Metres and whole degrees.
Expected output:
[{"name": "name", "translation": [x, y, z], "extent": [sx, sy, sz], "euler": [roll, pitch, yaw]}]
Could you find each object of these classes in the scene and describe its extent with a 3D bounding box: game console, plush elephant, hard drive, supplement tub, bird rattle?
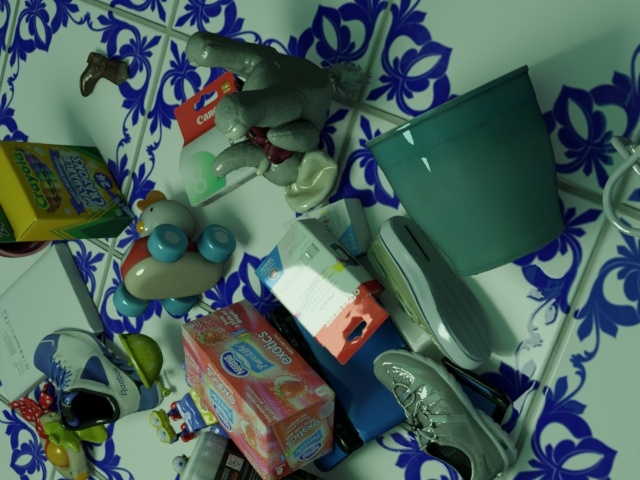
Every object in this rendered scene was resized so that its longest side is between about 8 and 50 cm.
[{"name": "game console", "translation": [0.246, 0.263, 1.499], "extent": [0.122, 0.107, 0.071], "euler": [29, 79, 29]}, {"name": "plush elephant", "translation": [-0.089, -0.199, 1.599], "extent": [0.272, 0.329, 0.256], "euler": [56, 140, 38]}, {"name": "game console", "translation": [0.033, 0.242, 1.666], "extent": [0.293, 0.173, 0.250], "euler": [60, 151, 17]}, {"name": "hard drive", "translation": [-0.668, 0.197, 2.122], "extent": [0.353, 0.047, 0.233], "euler": [-37, 72, 30]}, {"name": "supplement tub", "translation": [-0.105, 0.487, 1.609], "extent": [0.315, 0.193, 0.194], "euler": [23, 108, -2]}, {"name": "bird rattle", "translation": [-0.607, 0.451, 2.053], "extent": [0.253, 0.143, 0.207], "euler": [5, 112, 37]}]

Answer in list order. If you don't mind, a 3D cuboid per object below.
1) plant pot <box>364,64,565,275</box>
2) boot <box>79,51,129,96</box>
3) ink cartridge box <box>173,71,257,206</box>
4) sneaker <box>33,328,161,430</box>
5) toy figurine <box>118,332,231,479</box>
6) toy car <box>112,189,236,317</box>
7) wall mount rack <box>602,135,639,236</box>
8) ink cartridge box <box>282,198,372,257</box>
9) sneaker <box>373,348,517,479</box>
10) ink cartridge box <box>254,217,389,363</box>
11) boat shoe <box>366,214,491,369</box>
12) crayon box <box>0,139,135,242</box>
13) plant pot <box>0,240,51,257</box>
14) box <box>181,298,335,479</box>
[{"name": "plant pot", "translation": [0.245, -0.095, 1.382], "extent": [0.271, 0.271, 0.255], "euler": [-24, 94, 32]}, {"name": "boot", "translation": [-0.473, -0.353, 1.974], "extent": [0.114, 0.037, 0.107], "euler": [23, 107, 26]}, {"name": "ink cartridge box", "translation": [-0.217, -0.204, 1.797], "extent": [0.181, 0.056, 0.225], "euler": [-28, 79, 31]}, {"name": "sneaker", "translation": [-0.515, 0.302, 1.917], "extent": [0.315, 0.182, 0.128], "euler": [20, 114, 24]}, {"name": "toy figurine", "translation": [-0.227, 0.301, 1.808], "extent": [0.217, 0.191, 0.363], "euler": [-30, 76, 2]}, {"name": "toy car", "translation": [-0.320, -0.004, 1.801], "extent": [0.219, 0.210, 0.238], "euler": [-52, 53, 37]}, {"name": "wall mount rack", "translation": [0.581, -0.098, 1.228], "extent": [0.350, 0.130, 0.304], "euler": [-45, 65, 27]}, {"name": "ink cartridge box", "translation": [0.000, 0.000, 1.654], "extent": [0.181, 0.061, 0.104], "euler": [-21, 81, 33]}, {"name": "sneaker", "translation": [0.189, 0.291, 1.476], "extent": [0.281, 0.115, 0.105], "euler": [40, 144, 18]}, {"name": "ink cartridge box", "translation": [0.013, 0.087, 1.565], "extent": [0.231, 0.078, 0.134], "euler": [46, 110, 15]}, {"name": "boat shoe", "translation": [0.182, 0.096, 1.526], "extent": [0.094, 0.109, 0.302], "euler": [-52, 55, 39]}, {"name": "crayon box", "translation": [-0.564, -0.102, 1.871], "extent": [0.083, 0.323, 0.203], "euler": [-41, 71, 28]}, {"name": "plant pot", "translation": [-0.732, -0.057, 2.079], "extent": [0.180, 0.201, 0.202], "euler": [-7, 89, 50]}, {"name": "box", "translation": [-0.115, 0.262, 1.604], "extent": [0.300, 0.142, 0.154], "euler": [42, 143, 41]}]
